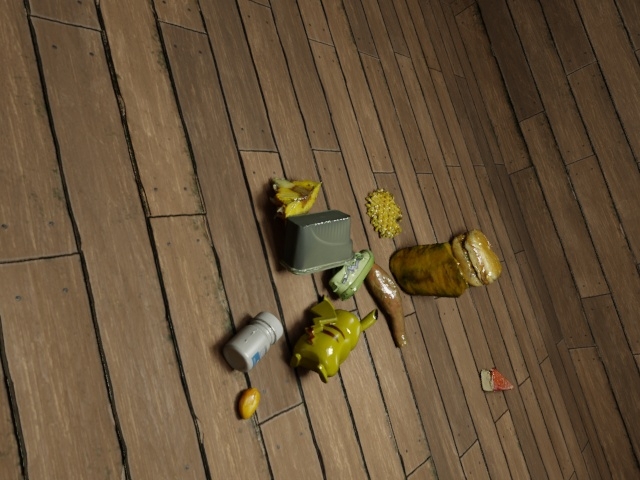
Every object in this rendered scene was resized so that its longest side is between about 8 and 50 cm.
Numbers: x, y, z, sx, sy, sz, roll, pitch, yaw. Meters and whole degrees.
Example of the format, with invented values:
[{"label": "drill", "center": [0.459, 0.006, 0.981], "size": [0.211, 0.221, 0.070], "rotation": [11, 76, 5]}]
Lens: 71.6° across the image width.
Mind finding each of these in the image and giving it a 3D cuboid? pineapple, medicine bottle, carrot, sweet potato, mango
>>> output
[{"label": "pineapple", "center": [-0.122, -0.137, 1.592], "size": [0.164, 0.139, 0.250], "rotation": [19, 34, 11]}, {"label": "medicine bottle", "center": [-0.198, 0.299, 1.315], "size": [0.105, 0.105, 0.168], "rotation": [58, 43, -11]}, {"label": "carrot", "center": [0.504, 0.131, 1.958], "size": [0.241, 0.341, 0.241], "rotation": [8, 80, -56]}, {"label": "sweet potato", "center": [0.287, 0.256, 1.827], "size": [0.109, 0.109, 0.385], "rotation": [-32, 98, -47]}, {"label": "mango", "center": [-0.205, 0.470, 1.280], "size": [0.060, 0.046, 0.089], "rotation": [32, 58, -34]}]

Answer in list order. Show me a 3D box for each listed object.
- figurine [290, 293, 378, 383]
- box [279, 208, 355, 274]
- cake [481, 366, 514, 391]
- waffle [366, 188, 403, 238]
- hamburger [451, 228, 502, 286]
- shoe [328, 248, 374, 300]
[{"label": "figurine", "center": [0.031, 0.319, 1.502], "size": [0.327, 0.218, 0.169], "rotation": [-33, 138, -54]}, {"label": "box", "center": [0.000, 0.000, 1.538], "size": [0.274, 0.138, 0.178], "rotation": [-13, 120, -36]}, {"label": "cake", "center": [0.897, 0.707, 2.265], "size": [0.220, 0.086, 0.116], "rotation": [13, 67, -41]}, {"label": "waffle", "center": [0.298, -0.124, 2.032], "size": [0.229, 0.051, 0.231], "rotation": [-21, 89, -45]}, {"label": "hamburger", "center": [0.846, 0.094, 2.400], "size": [0.284, 0.174, 0.304], "rotation": [-19, 87, -49]}, {"label": "shoe", "center": [0.123, 0.113, 1.688], "size": [0.128, 0.140, 0.262], "rotation": [46, 44, -16]}]
